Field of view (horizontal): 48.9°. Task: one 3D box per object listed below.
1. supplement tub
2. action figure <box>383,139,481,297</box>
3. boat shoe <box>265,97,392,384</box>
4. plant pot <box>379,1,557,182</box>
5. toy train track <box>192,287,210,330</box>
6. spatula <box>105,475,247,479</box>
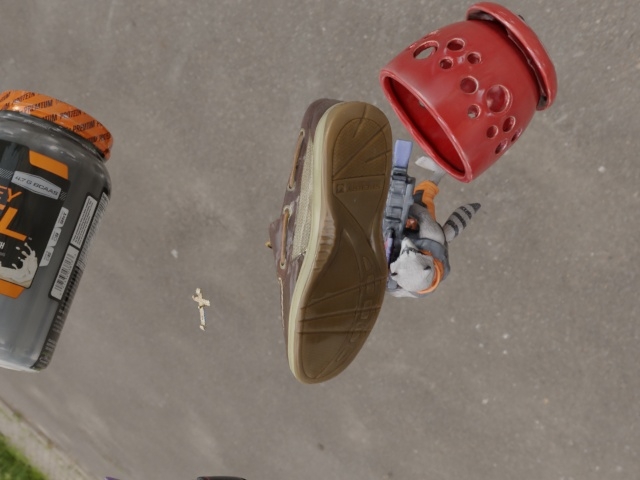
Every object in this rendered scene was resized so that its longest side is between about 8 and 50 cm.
[{"bbox_3d":[-0.229,-0.007,0.523,0.117,0.190,0.117,13,163,4],"label":"supplement tub"},{"bbox_3d":[0.195,-0.033,1.288,0.178,0.330,0.341,14,125,11],"label":"action figure"},{"bbox_3d":[0.000,0.000,0.845,0.123,0.123,0.342,28,119,53],"label":"boat shoe"},{"bbox_3d":[0.200,-0.198,0.923,0.191,0.174,0.191,53,-179,-2],"label":"plant pot"},{"bbox_3d":[-0.223,0.128,1.303,0.048,0.014,0.083,14,115,41],"label":"toy train track"},{"bbox_3d":[-0.218,0.410,1.168,0.084,0.030,0.296,19,-178,40],"label":"spatula"}]
